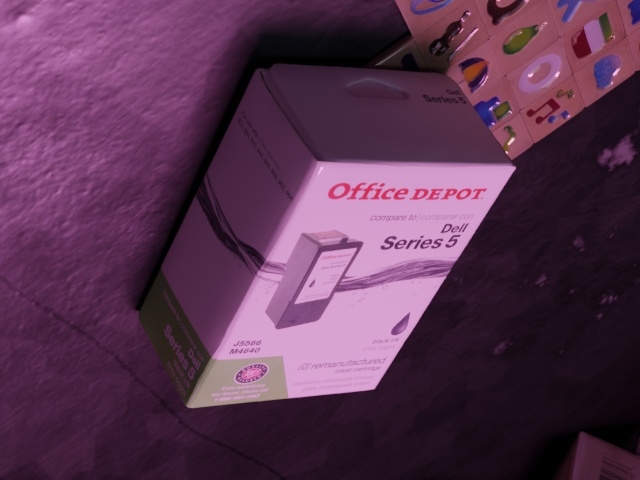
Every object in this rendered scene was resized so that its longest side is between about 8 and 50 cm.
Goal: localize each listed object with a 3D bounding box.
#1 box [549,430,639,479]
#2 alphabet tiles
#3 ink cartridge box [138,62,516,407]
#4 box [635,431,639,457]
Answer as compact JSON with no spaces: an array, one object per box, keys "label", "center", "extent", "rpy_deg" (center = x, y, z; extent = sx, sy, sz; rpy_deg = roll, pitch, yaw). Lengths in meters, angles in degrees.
[{"label":"box","center":[0.302,0.406,1.967],"extent":[0.148,0.121,0.311],"rpy_deg":[-64,179,-59]},{"label":"alphabet tiles","center":[0.192,-0.188,1.326],"extent":[0.342,0.011,0.285],"rpy_deg":[-35,145,0]},{"label":"ink cartridge box","center":[0.000,0.000,1.287],"extent":[0.198,0.115,0.273],"rpy_deg":[-2,135,-36]},{"label":"box","center":[0.525,0.289,1.906],"extent":[0.177,0.290,0.279],"rpy_deg":[-15,143,-8]}]
